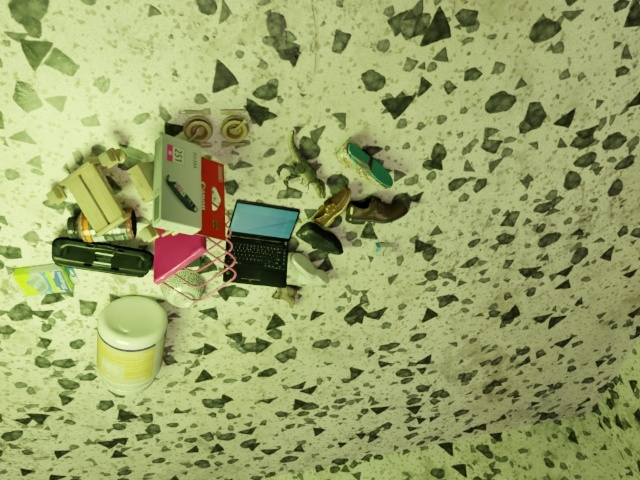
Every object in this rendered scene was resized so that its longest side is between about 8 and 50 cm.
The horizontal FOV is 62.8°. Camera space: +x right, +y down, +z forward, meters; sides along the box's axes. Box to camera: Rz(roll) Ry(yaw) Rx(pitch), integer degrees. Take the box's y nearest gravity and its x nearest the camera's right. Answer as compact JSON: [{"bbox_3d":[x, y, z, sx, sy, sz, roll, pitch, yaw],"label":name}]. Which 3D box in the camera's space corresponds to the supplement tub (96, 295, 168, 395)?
[{"bbox_3d":[-0.708,0.398,1.964,0.241,0.241,0.331,5,128,-18],"label":"supplement tub"}]

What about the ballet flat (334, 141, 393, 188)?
[{"bbox_3d":[0.143,-0.245,1.746,0.241,0.091,0.077,36,144,-31],"label":"ballet flat"}]

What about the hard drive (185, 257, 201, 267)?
[{"bbox_3d":[-0.496,0.060,1.871,0.135,0.022,0.094,-4,131,-11],"label":"hard drive"}]

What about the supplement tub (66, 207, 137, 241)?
[{"bbox_3d":[-0.695,-0.049,1.673,0.198,0.106,0.106,-4,131,-10],"label":"supplement tub"}]

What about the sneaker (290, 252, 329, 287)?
[{"bbox_3d":[-0.062,0.127,2.010,0.094,0.080,0.212,-27,133,25],"label":"sneaker"}]

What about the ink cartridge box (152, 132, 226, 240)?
[{"bbox_3d":[-0.366,-0.149,1.530,0.239,0.274,0.060,13,152,-40],"label":"ink cartridge box"}]

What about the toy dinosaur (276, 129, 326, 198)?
[{"bbox_3d":[-0.079,-0.229,1.707,0.118,0.064,0.268,-30,129,3],"label":"toy dinosaur"}]

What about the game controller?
[{"bbox_3d":[-0.731,0.058,1.768,0.320,0.067,0.166,11,139,-23],"label":"game controller"}]

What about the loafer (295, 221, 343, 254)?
[{"bbox_3d":[0.000,0.000,1.910,0.078,0.076,0.223,-30,140,27],"label":"loafer"}]

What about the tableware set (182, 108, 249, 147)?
[{"bbox_3d":[-0.311,-0.327,1.573,0.194,0.039,0.128,-4,131,-11],"label":"tableware set"}]

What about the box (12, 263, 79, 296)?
[{"bbox_3d":[-0.943,0.134,1.810,0.179,0.042,0.108,-7,132,-7],"label":"box"}]

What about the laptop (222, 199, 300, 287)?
[{"bbox_3d":[-0.205,0.018,1.832,0.235,0.264,0.136,8,164,-19],"label":"laptop"}]

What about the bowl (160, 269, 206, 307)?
[{"bbox_3d":[-0.509,0.196,1.947,0.170,0.080,0.170,-7,130,-8],"label":"bowl"}]

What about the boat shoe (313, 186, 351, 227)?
[{"bbox_3d":[0.041,-0.118,1.826,0.060,0.064,0.178,21,124,-31],"label":"boat shoe"}]

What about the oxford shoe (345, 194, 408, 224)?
[{"bbox_3d":[0.204,-0.114,1.861,0.228,0.082,0.096,-6,127,-11],"label":"oxford shoe"}]

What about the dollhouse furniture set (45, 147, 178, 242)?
[{"bbox_3d":[-0.596,-0.105,1.608,0.356,0.174,0.303,-26,95,24],"label":"dollhouse furniture set"}]

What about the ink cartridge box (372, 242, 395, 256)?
[{"bbox_3d":[0.249,0.036,2.035,0.084,0.028,0.048,0,130,-15],"label":"ink cartridge box"}]

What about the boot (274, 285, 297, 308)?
[{"bbox_3d":[-0.143,0.225,2.096,0.087,0.042,0.118,7,127,-11],"label":"boot"}]

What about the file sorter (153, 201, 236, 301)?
[{"bbox_3d":[-0.395,0.020,1.685,0.202,0.290,0.182,-33,133,16],"label":"file sorter"}]
